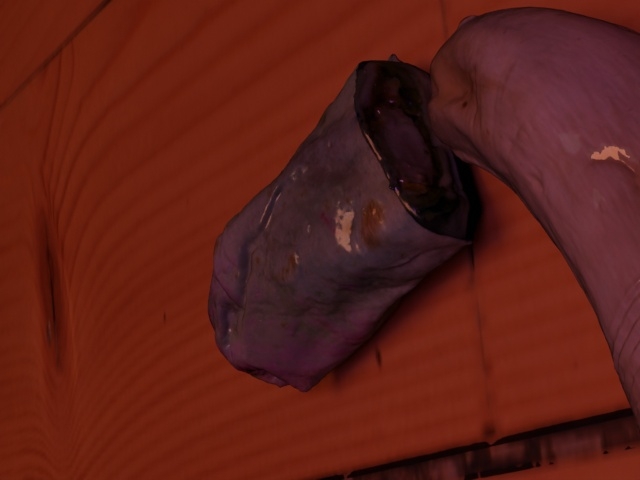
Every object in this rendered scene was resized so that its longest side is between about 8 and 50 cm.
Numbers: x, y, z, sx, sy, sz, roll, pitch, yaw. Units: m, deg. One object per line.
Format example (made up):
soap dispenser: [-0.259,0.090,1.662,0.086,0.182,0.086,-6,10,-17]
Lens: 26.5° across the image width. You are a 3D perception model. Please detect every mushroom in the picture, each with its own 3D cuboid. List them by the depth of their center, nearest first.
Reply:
mushroom: [0.140,0.001,0.580,0.122,0.095,0.351,-57,35,26]

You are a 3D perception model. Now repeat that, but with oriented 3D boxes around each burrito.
burrito: [0.000,0.000,0.826,0.229,0.089,0.144,-49,44,41]
